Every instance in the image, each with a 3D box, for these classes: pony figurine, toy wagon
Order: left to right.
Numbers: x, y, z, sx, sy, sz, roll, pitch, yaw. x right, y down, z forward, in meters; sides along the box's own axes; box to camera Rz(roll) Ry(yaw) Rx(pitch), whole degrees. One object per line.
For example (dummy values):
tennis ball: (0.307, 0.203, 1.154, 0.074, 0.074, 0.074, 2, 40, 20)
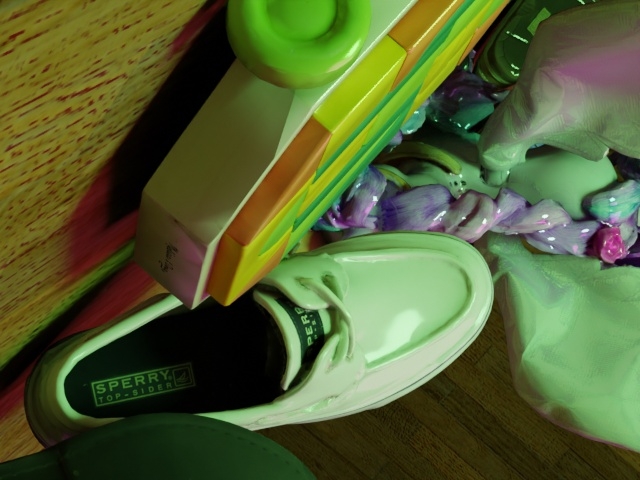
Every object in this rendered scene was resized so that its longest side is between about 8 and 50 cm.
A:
toy wagon: (0.041, -0.117, 0.833, 0.344, 0.068, 0.267, -47, 175, -18)
pony figurine: (0.156, -0.029, 1.216, 0.363, 0.351, 0.302, -30, 124, -67)

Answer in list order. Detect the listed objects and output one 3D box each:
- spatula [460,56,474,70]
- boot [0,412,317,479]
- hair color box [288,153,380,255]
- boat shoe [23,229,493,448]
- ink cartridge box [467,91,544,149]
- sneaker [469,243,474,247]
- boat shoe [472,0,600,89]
spatula: (0.057, -0.057, 1.675, 0.296, 0.030, 0.084, -51, 176, 21)
boot: (-0.144, 0.180, 0.914, 0.263, 0.091, 0.229, -1, 151, -19)
hair color box: (0.000, 0.000, 1.478, 0.167, 0.053, 0.093, -54, 172, 36)
boat shoe: (-0.022, 0.050, 0.929, 0.268, 0.096, 0.088, -11, 173, -18)
ink cartridge box: (0.173, -0.090, 1.673, 0.311, 0.065, 0.186, -35, -171, 46)
sneaker: (0.069, -0.011, 1.529, 0.079, 0.121, 0.217, -55, -163, -16)
boat shoe: (0.199, -0.204, 1.672, 0.190, 0.068, 0.072, -41, -175, -35)
